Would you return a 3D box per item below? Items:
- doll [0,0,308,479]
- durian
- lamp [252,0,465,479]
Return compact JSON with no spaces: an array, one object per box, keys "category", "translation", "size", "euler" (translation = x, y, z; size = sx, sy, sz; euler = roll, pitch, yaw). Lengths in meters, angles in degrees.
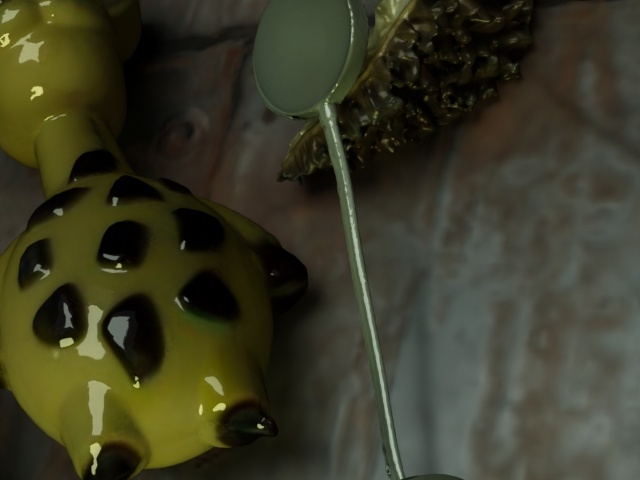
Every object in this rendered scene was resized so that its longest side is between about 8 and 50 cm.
[{"category":"doll","translation":[-0.089,-0.033,0.481],"size":[0.117,0.086,0.291],"euler":[-12,49,-17]},{"category":"durian","translation":[0.029,-0.070,0.455],"size":[0.066,0.052,0.130],"euler":[32,84,39]},{"category":"lamp","translation":[0.000,0.000,0.402],"size":[0.050,0.056,0.198],"euler":[-33,60,40]}]
